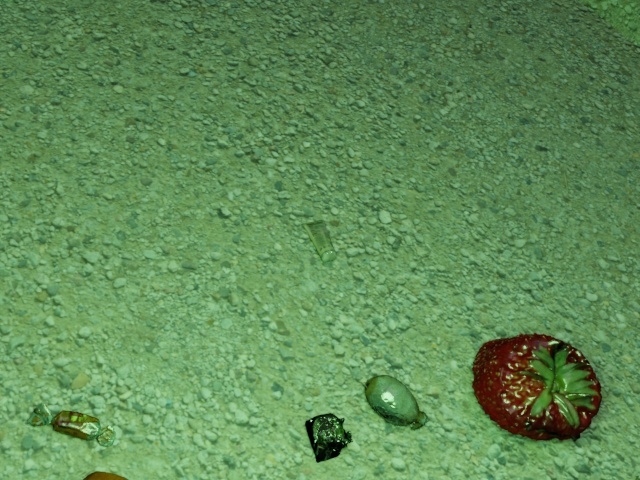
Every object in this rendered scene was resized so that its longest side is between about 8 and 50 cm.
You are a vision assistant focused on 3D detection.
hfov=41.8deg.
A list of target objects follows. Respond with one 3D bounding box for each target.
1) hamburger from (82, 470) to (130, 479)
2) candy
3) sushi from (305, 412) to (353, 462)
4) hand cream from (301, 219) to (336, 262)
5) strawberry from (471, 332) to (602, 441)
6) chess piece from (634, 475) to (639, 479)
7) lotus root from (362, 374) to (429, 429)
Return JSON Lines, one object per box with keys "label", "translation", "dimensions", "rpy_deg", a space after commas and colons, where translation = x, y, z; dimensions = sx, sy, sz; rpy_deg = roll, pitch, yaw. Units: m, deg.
{"label": "hamburger", "translation": [-0.344, 0.574, 1.417], "dimensions": [0.330, 0.330, 0.250], "rpy_deg": [27, 52, 10]}
{"label": "candy", "translation": [-0.506, 0.374, 1.713], "dimensions": [0.182, 0.046, 0.053], "rpy_deg": [15, 52, -3]}
{"label": "sushi", "translation": [0.019, 0.416, 1.794], "dimensions": [0.084, 0.056, 0.083], "rpy_deg": [-12, 48, -20]}
{"label": "hand cream", "translation": [0.000, 0.000, 2.144], "dimensions": [0.061, 0.039, 0.143], "rpy_deg": [-12, 46, -13]}
{"label": "strawberry", "translation": [0.472, 0.327, 1.882], "dimensions": [0.261, 0.257, 0.261], "rpy_deg": [6, 71, -17]}
{"label": "chess piece", "translation": [0.688, 0.641, 1.679], "dimensions": [0.175, 0.176, 0.298], "rpy_deg": [-27, 62, -30]}
{"label": "lotus root", "translation": [0.166, 0.361, 1.856], "dimensions": [0.165, 0.088, 0.088], "rpy_deg": [39, 53, 7]}
